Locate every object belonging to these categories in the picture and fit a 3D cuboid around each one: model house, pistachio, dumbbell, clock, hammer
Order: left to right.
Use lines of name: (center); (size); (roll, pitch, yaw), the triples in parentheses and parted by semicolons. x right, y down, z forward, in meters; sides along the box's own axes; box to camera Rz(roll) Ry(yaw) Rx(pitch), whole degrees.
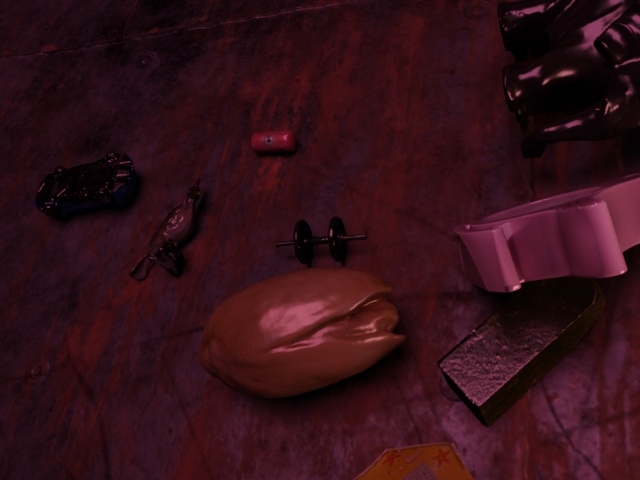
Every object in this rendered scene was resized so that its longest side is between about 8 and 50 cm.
hammer: (-0.082, -0.172, 1.249); (0.083, 0.043, 0.043); (2, 61, 24)
pistachio: (-0.034, 0.124, 0.976); (0.293, 0.181, 0.162); (-19, 92, 14)
dumbbell: (0.000, 0.000, 1.092); (0.147, 0.069, 0.069); (-5, 58, 19)
model house: (0.071, 0.313, 0.833); (0.219, 0.207, 0.136); (-41, 17, -6)
clock: (0.308, -0.015, 0.854); (0.275, 0.290, 0.080); (-17, 93, 5)

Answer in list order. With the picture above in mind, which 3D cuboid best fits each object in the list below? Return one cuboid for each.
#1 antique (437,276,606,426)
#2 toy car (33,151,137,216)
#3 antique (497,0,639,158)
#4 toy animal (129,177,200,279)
antique: (0.259, 0.124, 0.906); (0.221, 0.080, 0.081); (-39, 55, -6)
toy car: (-0.434, -0.095, 1.330); (0.216, 0.063, 0.103); (-12, 55, 22)
antique: (0.394, -0.273, 1.034); (0.255, 0.185, 0.322); (-5, 54, 21)
toy animal: (-0.246, -0.022, 1.208); (0.105, 0.070, 0.202); (3, 63, 45)
